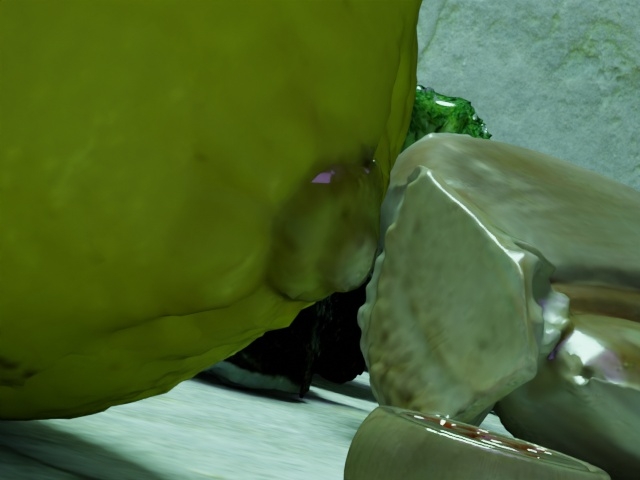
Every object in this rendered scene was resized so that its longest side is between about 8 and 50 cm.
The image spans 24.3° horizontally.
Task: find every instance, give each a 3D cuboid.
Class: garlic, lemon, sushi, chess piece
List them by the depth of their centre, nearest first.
[{"bbox_3d":[-0.107,-0.078,0.441,0.322,0.268,0.268,49,11,20],"label":"lemon"},{"bbox_3d":[0.048,0.078,0.458,0.084,0.038,0.083,15,-4,1],"label":"chess piece"},{"bbox_3d":[0.143,0.045,0.817,0.325,0.132,0.279,14,32,-43],"label":"garlic"},{"bbox_3d":[-0.031,0.027,0.919,0.147,0.115,0.212,21,2,10],"label":"sushi"}]

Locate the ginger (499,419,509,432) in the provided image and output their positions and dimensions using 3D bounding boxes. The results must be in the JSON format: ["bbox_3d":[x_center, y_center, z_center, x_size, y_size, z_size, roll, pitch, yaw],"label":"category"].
[{"bbox_3d":[0.134,0.061,1.000,0.102,0.157,0.216,-24,-39,39],"label":"ginger"}]

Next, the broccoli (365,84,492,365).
[{"bbox_3d":[0.000,0.000,1.139,0.295,0.265,0.245,-11,21,10],"label":"broccoli"}]
